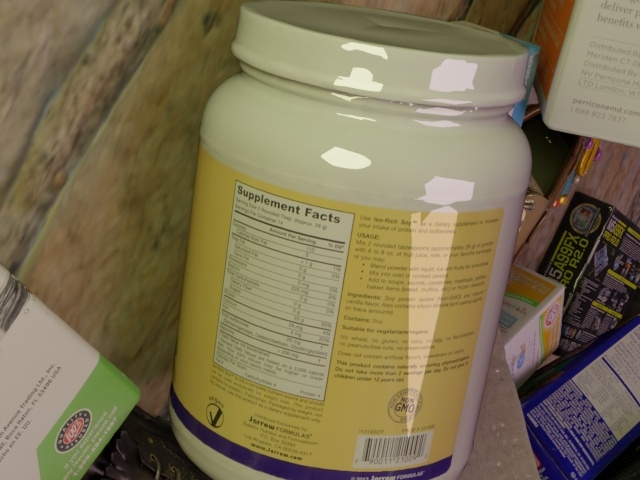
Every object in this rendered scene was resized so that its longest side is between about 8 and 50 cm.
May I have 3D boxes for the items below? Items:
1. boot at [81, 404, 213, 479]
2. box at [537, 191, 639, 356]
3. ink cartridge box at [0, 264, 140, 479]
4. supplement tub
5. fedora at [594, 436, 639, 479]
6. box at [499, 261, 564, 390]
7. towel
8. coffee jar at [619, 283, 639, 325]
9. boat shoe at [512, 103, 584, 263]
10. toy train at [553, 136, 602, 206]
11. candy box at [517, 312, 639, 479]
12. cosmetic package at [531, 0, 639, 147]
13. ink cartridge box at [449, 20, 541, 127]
[{"bbox_3d":[-0.085,0.206,0.827,0.091,0.229,0.263,-62,149,-1],"label":"boot"},{"bbox_3d":[0.384,0.065,1.575,0.270,0.060,0.216,20,96,-59],"label":"box"},{"bbox_3d":[-0.250,0.089,0.608,0.198,0.115,0.273,-54,148,-16],"label":"ink cartridge box"},{"bbox_3d":[0.021,0.006,0.810,0.241,0.241,0.331,-15,119,-51],"label":"supplement tub"},{"bbox_3d":[0.336,0.353,1.297,0.334,0.152,0.334,-33,171,-6],"label":"fedora"},{"bbox_3d":[0.176,0.119,1.256,0.203,0.114,0.103,-38,140,-32],"label":"box"},{"bbox_3d":[0.115,0.178,1.086,0.187,0.049,0.282,-6,76,-29],"label":"towel"},{"bbox_3d":[0.555,0.074,1.813,0.184,0.079,0.096,-45,147,-29],"label":"coffee jar"},{"bbox_3d":[0.165,-0.036,1.097,0.324,0.122,0.120,-51,173,-34],"label":"boat shoe"},{"bbox_3d":[0.299,-0.121,1.329,0.166,0.046,0.125,-51,146,-25],"label":"toy train"},{"bbox_3d":[0.277,0.239,1.373,0.317,0.122,0.268,-24,167,-44],"label":"candy box"},{"bbox_3d":[0.331,-0.331,1.018,0.230,0.161,0.453,-76,179,-67],"label":"cosmetic package"},{"bbox_3d":[0.119,-0.142,0.998,0.143,0.092,0.090,-17,126,-50],"label":"ink cartridge box"}]
